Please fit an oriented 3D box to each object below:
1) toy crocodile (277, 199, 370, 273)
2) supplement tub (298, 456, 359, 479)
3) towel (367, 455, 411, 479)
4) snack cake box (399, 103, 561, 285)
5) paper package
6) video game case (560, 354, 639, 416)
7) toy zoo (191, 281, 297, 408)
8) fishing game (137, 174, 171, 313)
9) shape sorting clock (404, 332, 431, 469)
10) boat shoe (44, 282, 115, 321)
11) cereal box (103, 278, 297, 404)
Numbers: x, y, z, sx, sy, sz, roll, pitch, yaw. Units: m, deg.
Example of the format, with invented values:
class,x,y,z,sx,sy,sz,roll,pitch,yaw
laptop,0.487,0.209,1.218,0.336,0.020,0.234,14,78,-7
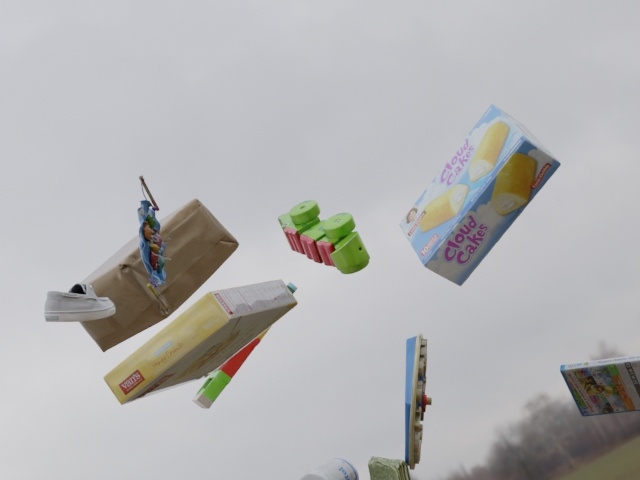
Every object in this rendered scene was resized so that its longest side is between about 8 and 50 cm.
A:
class,x,y,z,sx,sy,sz,roll,pitch,yaw
toy crocodile,0.000,0.000,2.364,0.105,0.115,0.340,-31,26,-21
supplement tub,0.012,0.396,1.854,0.071,0.071,0.107,-35,-10,23
towel,0.112,0.384,1.745,0.027,0.110,0.148,-8,-5,-19
snack cake box,0.257,-0.075,1.890,0.089,0.152,0.264,28,-72,-27
paper package,-0.399,0.081,2.686,0.325,0.168,0.309,-29,13,48
video game case,0.477,0.229,1.811,0.166,0.015,0.119,-11,-51,27
toy zoo,-0.143,0.198,2.202,0.293,0.030,0.192,-53,3,-12
fishing game,-0.338,0.002,2.363,0.041,0.264,0.189,-11,-32,4
shape sorting clock,0.148,0.243,1.734,0.040,0.206,0.206,0,-15,5
boat shoe,-0.413,0.104,1.968,0.066,0.063,0.184,0,1,27
cereal box,-0.139,0.120,1.401,0.173,0.047,0.240,-39,-9,16
